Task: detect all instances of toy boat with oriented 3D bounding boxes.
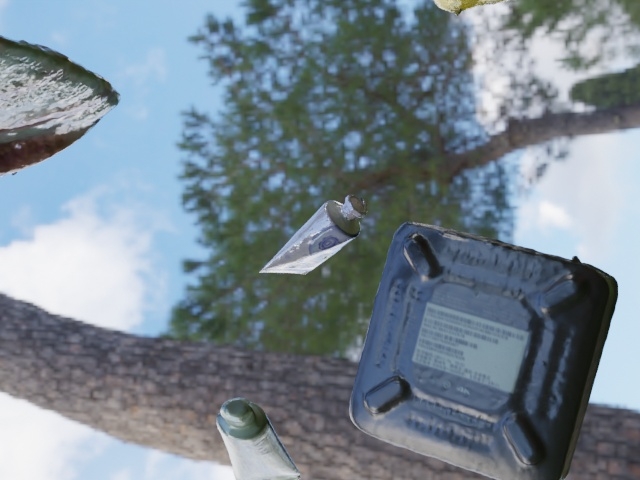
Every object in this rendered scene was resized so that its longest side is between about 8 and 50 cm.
[{"bbox_3d":[-0.232,-0.101,0.745,0.282,0.206,0.096,124,142,-78],"label":"toy boat"}]

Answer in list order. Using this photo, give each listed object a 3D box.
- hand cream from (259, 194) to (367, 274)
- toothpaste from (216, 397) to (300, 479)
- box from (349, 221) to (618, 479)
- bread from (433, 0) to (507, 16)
[{"bbox_3d":[0.000,0.000,1.399,0.084,0.142,0.053,5,-132,-49],"label":"hand cream"},{"bbox_3d":[-0.063,0.192,1.109,0.255,0.067,0.037,79,-171,-64],"label":"toothpaste"},{"bbox_3d":[0.191,0.136,1.460,0.073,0.290,0.289,14,-88,-63],"label":"box"},{"bbox_3d":[0.211,-0.306,1.198,0.094,0.245,0.102,58,-142,-36],"label":"bread"}]
